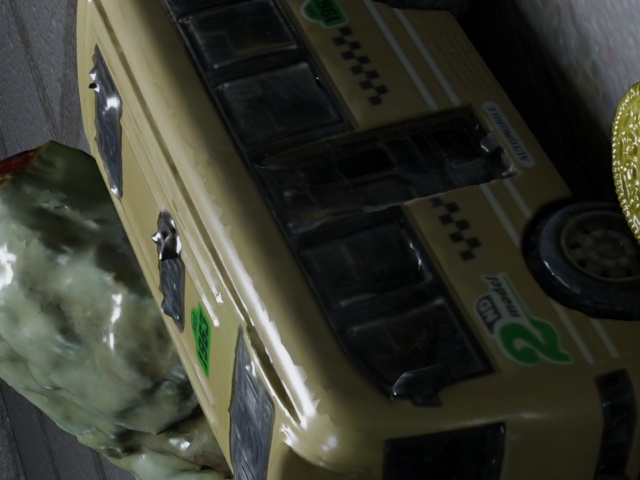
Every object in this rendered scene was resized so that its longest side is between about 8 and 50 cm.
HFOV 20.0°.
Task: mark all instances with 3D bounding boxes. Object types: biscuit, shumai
[{"bbox_3d":[0.144,-0.026,0.725,0.084,0.023,0.084,167,90,-73],"label":"biscuit"},{"bbox_3d":[-0.142,0.064,1.230,0.309,0.263,0.304,143,129,-64],"label":"shumai"}]

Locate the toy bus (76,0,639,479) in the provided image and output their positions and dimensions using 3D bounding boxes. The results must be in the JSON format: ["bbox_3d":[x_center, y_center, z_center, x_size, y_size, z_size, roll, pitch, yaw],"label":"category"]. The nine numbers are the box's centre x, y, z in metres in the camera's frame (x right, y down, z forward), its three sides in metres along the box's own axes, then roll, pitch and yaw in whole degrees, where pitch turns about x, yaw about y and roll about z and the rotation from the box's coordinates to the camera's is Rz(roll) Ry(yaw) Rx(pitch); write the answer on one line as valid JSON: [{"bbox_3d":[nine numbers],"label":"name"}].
[{"bbox_3d":[0.014,0.001,0.864,0.177,0.202,0.365,96,154,-46],"label":"toy bus"}]
